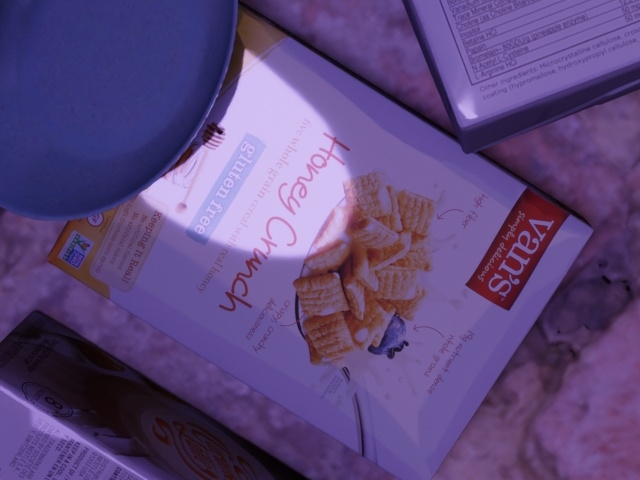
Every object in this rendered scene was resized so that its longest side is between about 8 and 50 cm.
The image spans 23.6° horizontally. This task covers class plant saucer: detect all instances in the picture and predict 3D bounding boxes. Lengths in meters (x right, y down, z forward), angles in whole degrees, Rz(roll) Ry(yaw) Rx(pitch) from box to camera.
[{"bbox_3d":[-0.116,-0.103,0.788,0.194,0.037,0.195,-5,79,29],"label":"plant saucer"}]

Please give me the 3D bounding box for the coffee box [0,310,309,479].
[{"bbox_3d":[-0.084,0.152,0.806,0.246,0.141,0.098,33,99,-4],"label":"coffee box"}]

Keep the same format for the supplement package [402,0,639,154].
[{"bbox_3d":[0.109,-0.199,0.688,0.198,0.199,0.263,-21,88,5],"label":"supplement package"}]

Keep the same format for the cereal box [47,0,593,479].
[{"bbox_3d":[0.000,0.000,0.822,0.240,0.047,0.173,31,98,-3],"label":"cereal box"}]
